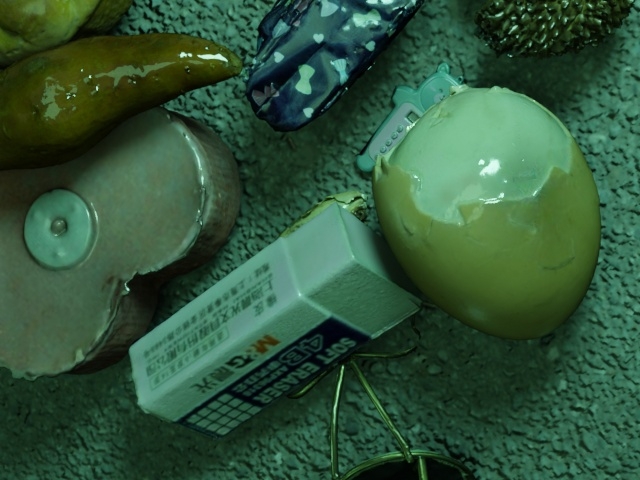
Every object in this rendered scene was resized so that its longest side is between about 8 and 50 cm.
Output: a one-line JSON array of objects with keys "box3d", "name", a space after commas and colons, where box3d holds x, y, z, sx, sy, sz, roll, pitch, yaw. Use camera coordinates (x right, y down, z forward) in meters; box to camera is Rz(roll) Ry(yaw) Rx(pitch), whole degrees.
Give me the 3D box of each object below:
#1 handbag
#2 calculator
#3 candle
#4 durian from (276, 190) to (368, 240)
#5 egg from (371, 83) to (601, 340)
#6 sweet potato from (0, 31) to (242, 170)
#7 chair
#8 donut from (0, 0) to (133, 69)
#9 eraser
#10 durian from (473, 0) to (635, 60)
[{"box3d": [0.020, -0.220, 1.458, 0.113, 0.162, 0.260, 38, 108, -6], "name": "handbag"}, {"box3d": [0.099, -0.109, 1.519, 0.094, 0.019, 0.141, 41, 108, 11], "name": "calculator"}, {"box3d": [-0.254, -0.024, 1.593, 0.287, 0.131, 0.317, 41, 98, 15], "name": "candle"}, {"box3d": [0.005, 0.002, 1.564, 0.130, 0.052, 0.066, -35, 49, 16], "name": "durian"}, {"box3d": [0.162, -0.021, 1.420, 0.201, 0.201, 0.244, -20, 107, 19], "name": "egg"}, {"box3d": [-0.253, -0.132, 1.479, 0.359, 0.112, 0.112, -24, 91, 18], "name": "sweet potato"}, {"box3d": [0.078, 0.249, 1.524, 0.160, 0.170, 0.325, -26, 46, 23], "name": "chair"}, {"box3d": [-0.337, -0.307, 1.543, 0.317, 0.150, 0.299, 41, 101, 15], "name": "donut"}, {"box3d": [-0.048, 0.087, 1.525, 0.287, 0.130, 0.086, -34, 46, 22], "name": "eraser"}, {"box3d": [0.213, -0.257, 1.376, 0.196, 0.167, 0.196, 32, 143, 28], "name": "durian"}]
